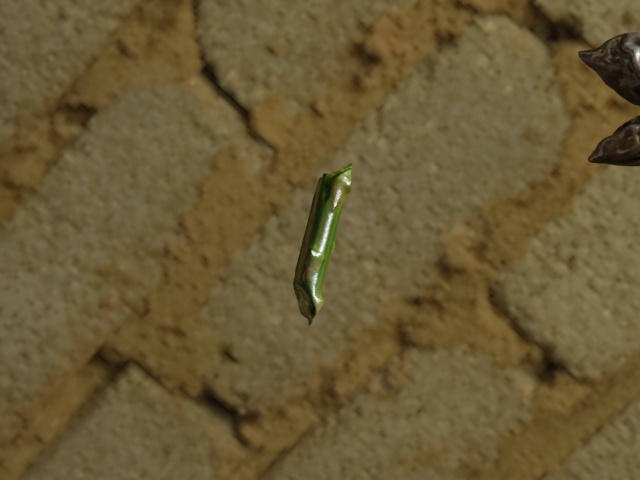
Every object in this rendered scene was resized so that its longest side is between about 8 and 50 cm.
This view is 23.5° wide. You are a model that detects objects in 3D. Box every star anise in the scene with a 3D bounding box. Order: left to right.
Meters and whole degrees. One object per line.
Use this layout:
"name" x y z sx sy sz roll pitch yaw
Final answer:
"star anise" 0.294 -0.082 1.144 0.262 0.230 0.081 -61 -177 -32

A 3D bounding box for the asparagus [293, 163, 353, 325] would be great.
"asparagus" 0.000 0.000 0.975 0.025 0.021 0.108 146 -42 -72
